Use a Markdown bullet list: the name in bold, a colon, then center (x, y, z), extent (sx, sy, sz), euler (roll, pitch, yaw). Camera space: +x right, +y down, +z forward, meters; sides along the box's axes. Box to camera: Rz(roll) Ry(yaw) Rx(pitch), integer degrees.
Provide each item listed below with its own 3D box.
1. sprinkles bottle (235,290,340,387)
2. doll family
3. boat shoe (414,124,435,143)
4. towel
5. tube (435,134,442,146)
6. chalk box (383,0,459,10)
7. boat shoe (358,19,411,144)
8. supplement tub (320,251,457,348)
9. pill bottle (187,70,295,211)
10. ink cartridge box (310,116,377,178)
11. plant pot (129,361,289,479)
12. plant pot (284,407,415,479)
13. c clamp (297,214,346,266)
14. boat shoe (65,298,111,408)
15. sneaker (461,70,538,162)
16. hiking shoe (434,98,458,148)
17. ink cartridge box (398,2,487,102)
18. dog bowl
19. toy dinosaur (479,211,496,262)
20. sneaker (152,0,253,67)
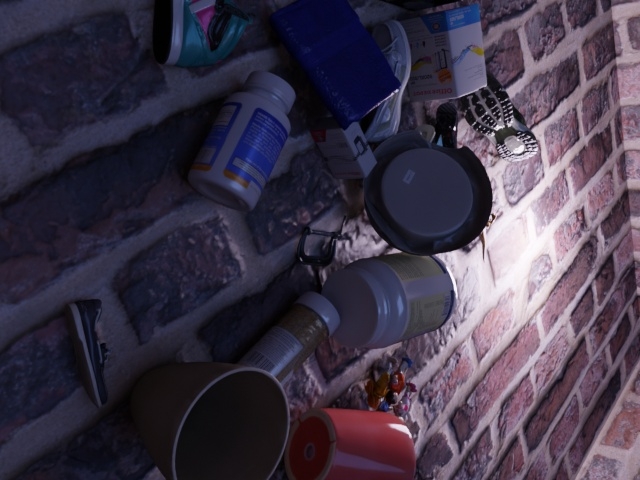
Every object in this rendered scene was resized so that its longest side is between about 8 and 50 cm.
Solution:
- **sprinkles bottle**: center (-0.103, 0.273, 1.379), extent (0.355, 0.121, 0.121), euler (-44, 124, -32)
- **doll family**: center (0.195, 0.450, 1.728), extent (0.163, 0.118, 0.263), euler (-59, 149, -30)
- **boat shoe**: center (0.266, -0.227, 1.712), extent (0.233, 0.084, 0.079), euler (-55, 153, -20)
- **towel**: center (0.035, -0.434, 1.395), extent (0.227, 0.076, 0.308), euler (-40, 99, -30)
- **tube**: center (0.350, -0.208, 1.775), extent (0.080, 0.052, 0.207), euler (-65, 154, -43)
- **chalk box**: center (0.226, -0.726, 1.532), extent (0.288, 0.180, 0.179), euler (-6, 100, -46)
- **boat shoe**: center (0.155, -0.416, 1.552), extent (0.103, 0.118, 0.321), euler (-4, 106, -45)
- **supplement tub**: center (0.182, 0.154, 1.566), extent (0.324, 0.235, 0.236), euler (-7, 100, -44)
- **pill bottle**: center (-0.154, -0.212, 1.241), extent (0.152, 0.152, 0.272), euler (38, 69, -41)
- **ink cartridge box**: center (0.059, -0.232, 1.481), extent (0.063, 0.109, 0.151), euler (-52, 128, -31)
- **plant pot**: center (-0.245, 0.339, 1.137), extent (0.256, 0.273, 0.257), euler (-7, 100, -45)
- **plant pot**: center (0.060, 0.548, 1.498), extent (0.243, 0.274, 0.275), euler (25, 78, -34)
- **c clamp**: center (0.000, 0.000, 1.519), extent (0.160, 0.022, 0.137), euler (0, 101, -46)
- **boat shoe**: center (-0.414, 0.207, 1.093), extent (0.064, 0.075, 0.206), euler (-18, 103, -39)
- **sneaker**: center (0.588, -0.440, 1.999), extent (0.410, 0.158, 0.182), euler (42, 36, -38)
- **hiking shoe**: center (0.388, -0.314, 1.811), extent (0.114, 0.086, 0.227), euler (-46, 146, -58)
- **ink cartridge box**: center (0.350, -0.530, 1.688), extent (0.168, 0.171, 0.233), euler (-29, 115, -39)
- **dog bowl**: center (0.274, -0.118, 1.575), extent (0.348, 0.102, 0.349), euler (2, 72, -8)
- **toy dinosaur**: center (0.557, -0.044, 2.052), extent (0.112, 0.064, 0.212), euler (-30, 108, -19)
- **sneaker**: center (-0.217, -0.478, 1.158), extent (0.178, 0.123, 0.296), euler (2, 102, -40)
